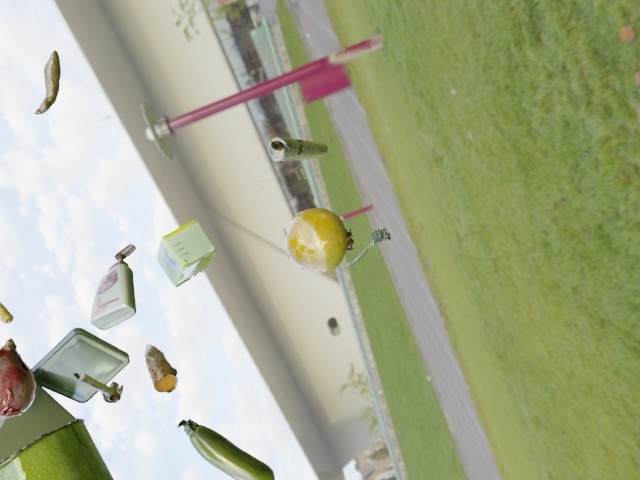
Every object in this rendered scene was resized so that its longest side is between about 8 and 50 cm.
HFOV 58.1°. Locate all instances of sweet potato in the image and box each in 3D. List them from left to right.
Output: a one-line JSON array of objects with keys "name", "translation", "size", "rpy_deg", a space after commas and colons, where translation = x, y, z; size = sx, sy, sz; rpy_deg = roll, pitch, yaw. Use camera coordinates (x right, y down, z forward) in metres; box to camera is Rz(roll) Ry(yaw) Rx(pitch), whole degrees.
[{"name": "sweet potato", "translation": [-0.619, -0.359, 1.322], "size": [0.038, 0.041, 0.153], "rpy_deg": [32, 107, 52]}]

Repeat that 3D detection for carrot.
[{"name": "carrot", "translation": [-0.634, 0.481, 2.234], "size": [0.263, 0.101, 0.102], "rpy_deg": [42, 160, 48]}]

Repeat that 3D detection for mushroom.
[{"name": "mushroom", "translation": [-0.641, 0.419, 1.671], "size": [0.187, 0.060, 0.061], "rpy_deg": [61, -142, -50]}]

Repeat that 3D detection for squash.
[{"name": "squash", "translation": [-0.566, 0.631, 1.283], "size": [0.385, 0.263, 0.263], "rpy_deg": [57, 179, 10]}, {"name": "squash", "translation": [-0.273, 0.612, 1.646], "size": [0.331, 0.087, 0.087], "rpy_deg": [33, 178, 6]}]

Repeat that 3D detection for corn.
[{"name": "corn", "translation": [-0.825, 0.188, 1.495], "size": [0.083, 0.028, 0.027], "rpy_deg": [39, 175, 21]}]

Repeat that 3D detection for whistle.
[{"name": "whistle", "translation": [-0.061, -0.267, 1.700], "size": [0.057, 0.068, 0.326], "rpy_deg": [53, -160, 7]}]

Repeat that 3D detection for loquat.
[{"name": "loquat", "translation": [0.000, 0.000, 1.989], "size": [0.244, 0.243, 0.244], "rpy_deg": [-21, -90, -88]}]

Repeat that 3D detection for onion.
[{"name": "onion", "translation": [-0.772, 0.335, 1.398], "size": [0.159, 0.159, 0.195], "rpy_deg": [61, -151, -79]}]

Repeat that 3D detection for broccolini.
[{"name": "broccolini", "translation": [0.201, 0.039, 2.478], "size": [0.057, 0.254, 0.071], "rpy_deg": [1, -131, -54]}]

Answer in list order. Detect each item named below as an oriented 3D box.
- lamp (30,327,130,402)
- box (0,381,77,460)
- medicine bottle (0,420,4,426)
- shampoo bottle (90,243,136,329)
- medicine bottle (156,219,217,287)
[{"name": "lamp", "translation": [-0.896, 0.472, 2.149], "size": [0.269, 0.266, 0.047], "rpy_deg": [46, -178, -41]}, {"name": "box", "translation": [-1.081, 0.683, 2.000], "size": [0.352, 0.177, 0.344], "rpy_deg": [56, -138, -25]}, {"name": "medicine bottle", "translation": [-1.067, 0.491, 1.615], "size": [0.241, 0.252, 0.253], "rpy_deg": [-25, -86, -79]}, {"name": "shampoo bottle", "translation": [-0.627, 0.133, 1.783], "size": [0.071, 0.153, 0.284], "rpy_deg": [47, -158, -42]}, {"name": "medicine bottle", "translation": [-0.473, 0.050, 2.007], "size": [0.141, 0.137, 0.250], "rpy_deg": [54, 152, 4]}]
